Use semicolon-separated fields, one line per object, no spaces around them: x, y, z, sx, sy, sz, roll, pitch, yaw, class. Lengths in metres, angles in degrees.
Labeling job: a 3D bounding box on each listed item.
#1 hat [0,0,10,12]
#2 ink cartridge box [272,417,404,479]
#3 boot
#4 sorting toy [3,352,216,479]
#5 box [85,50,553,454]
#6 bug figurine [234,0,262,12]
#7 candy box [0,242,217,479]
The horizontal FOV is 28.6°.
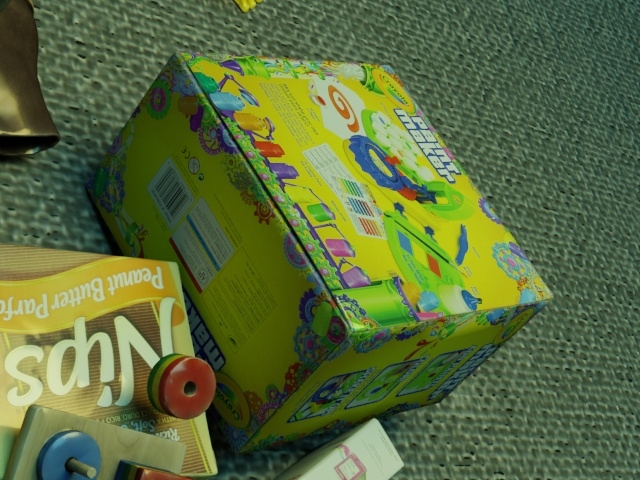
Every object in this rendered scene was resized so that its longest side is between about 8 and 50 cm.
-0.350;-0.243;0.891;0.331;0.134;0.331;2;78;-8;hat
0.000;0.211;1.072;0.122;0.088;0.052;-27;85;-51;ink cartridge box
-0.330;-0.176;1.014;0.248;0.090;0.207;6;57;-47;boot
-0.156;0.202;0.858;0.132;0.046;0.274;24;79;-40;sorting toy
0.000;0.000;1.111;0.279;0.177;0.290;-5;54;-46;box
-0.129;-0.399;1.391;0.279;0.072;0.216;47;40;-9;bug figurine
-0.237;0.098;0.914;0.316;0.087;0.183;9;59;-42;candy box
